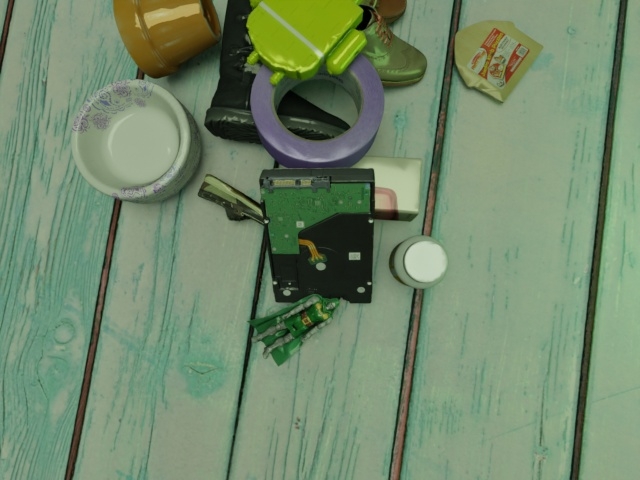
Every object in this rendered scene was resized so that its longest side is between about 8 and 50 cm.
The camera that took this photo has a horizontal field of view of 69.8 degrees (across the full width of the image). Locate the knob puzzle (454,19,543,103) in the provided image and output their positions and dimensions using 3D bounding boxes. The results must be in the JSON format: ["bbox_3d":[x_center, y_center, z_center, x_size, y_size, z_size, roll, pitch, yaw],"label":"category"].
[{"bbox_3d":[0.416,-0.457,1.135,0.213,0.030,0.213,0,87,4],"label":"knob puzzle"}]

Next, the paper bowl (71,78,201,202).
[{"bbox_3d":[-0.433,-0.230,1.118,0.284,0.148,0.284,0,85,4],"label":"paper bowl"}]

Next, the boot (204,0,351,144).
[{"bbox_3d":[-0.065,-0.454,1.126,0.367,0.146,0.445,10,77,-6],"label":"boot"}]

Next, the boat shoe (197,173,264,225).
[{"bbox_3d":[-0.205,-0.081,1.131,0.223,0.080,0.073,33,94,11],"label":"boat shoe"}]

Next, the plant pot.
[{"bbox_3d":[-0.349,-0.516,1.094,0.188,0.205,0.205,-13,85,10],"label":"plant pot"}]

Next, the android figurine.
[{"bbox_3d":[-0.032,-0.437,0.918,0.248,0.056,0.273,39,91,2],"label":"android figurine"}]

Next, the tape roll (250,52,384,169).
[{"bbox_3d":[-0.006,-0.281,0.976,0.275,0.090,0.274,0,81,0],"label":"tape roll"}]

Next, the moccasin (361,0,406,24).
[{"bbox_3d":[0.052,-0.595,1.049,0.380,0.147,0.139,7,73,-31],"label":"moccasin"}]

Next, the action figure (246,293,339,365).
[{"bbox_3d":[-0.052,0.196,1.082,0.232,0.063,0.137,-34,97,16],"label":"action figure"}]

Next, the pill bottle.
[{"bbox_3d":[0.219,0.049,1.023,0.118,0.208,0.117,0,86,4],"label":"pill bottle"}]

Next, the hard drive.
[{"bbox_3d":[0.000,0.000,1.015,0.237,0.064,0.339,-1,128,5],"label":"hard drive"}]

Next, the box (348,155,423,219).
[{"bbox_3d":[0.110,-0.120,1.073,0.232,0.148,0.126,4,85,5],"label":"box"}]

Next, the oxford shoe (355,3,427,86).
[{"bbox_3d":[0.119,-0.453,1.052,0.348,0.130,0.123,7,73,-25],"label":"oxford shoe"}]
